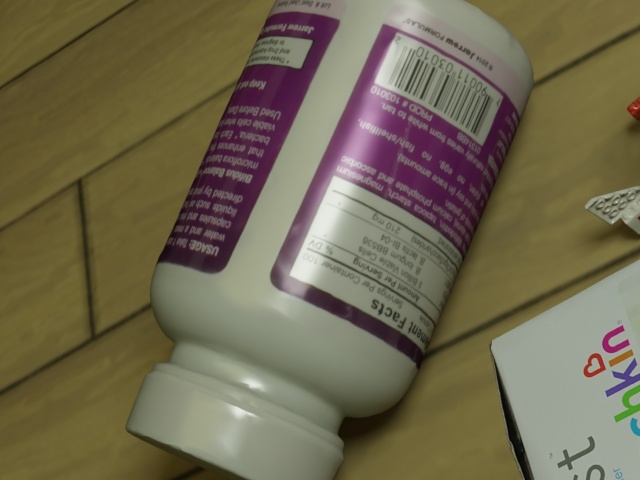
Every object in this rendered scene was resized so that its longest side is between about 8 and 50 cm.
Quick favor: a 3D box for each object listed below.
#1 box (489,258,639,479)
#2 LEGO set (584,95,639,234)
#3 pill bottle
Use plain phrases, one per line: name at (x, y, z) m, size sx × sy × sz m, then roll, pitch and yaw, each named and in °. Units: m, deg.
box at (0.241, 0.087, 0.680) m, size 0.231 × 0.262 × 0.126 m, roll -31°, pitch 50°, yaw 23°
LEGO set at (0.253, -0.089, 0.908) m, size 0.182 × 0.060 × 0.244 m, roll -4°, pitch 65°, yaw 41°
pill bottle at (0.000, 0.000, 0.982) m, size 0.169 × 0.169 × 0.301 m, roll 14°, pitch 76°, yaw 42°
